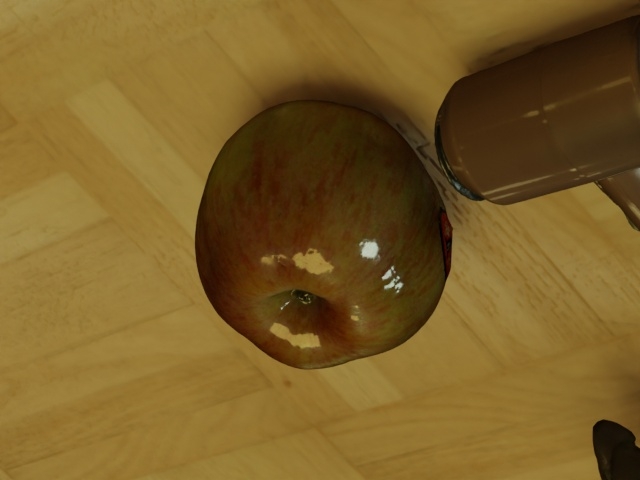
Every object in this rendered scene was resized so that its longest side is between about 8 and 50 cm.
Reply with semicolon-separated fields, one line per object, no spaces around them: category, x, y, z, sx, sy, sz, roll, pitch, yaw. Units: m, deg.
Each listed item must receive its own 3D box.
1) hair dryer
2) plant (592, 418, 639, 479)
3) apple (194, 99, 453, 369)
hair dryer;0.145;-0.018;0.870;0.117;0.064;0.182;-18;129;39
plant;0.262;0.202;0.964;0.181;0.194;0.321;-31;120;30
apple;-0.003;-0.001;0.924;0.126;0.102;0.126;14;137;13
